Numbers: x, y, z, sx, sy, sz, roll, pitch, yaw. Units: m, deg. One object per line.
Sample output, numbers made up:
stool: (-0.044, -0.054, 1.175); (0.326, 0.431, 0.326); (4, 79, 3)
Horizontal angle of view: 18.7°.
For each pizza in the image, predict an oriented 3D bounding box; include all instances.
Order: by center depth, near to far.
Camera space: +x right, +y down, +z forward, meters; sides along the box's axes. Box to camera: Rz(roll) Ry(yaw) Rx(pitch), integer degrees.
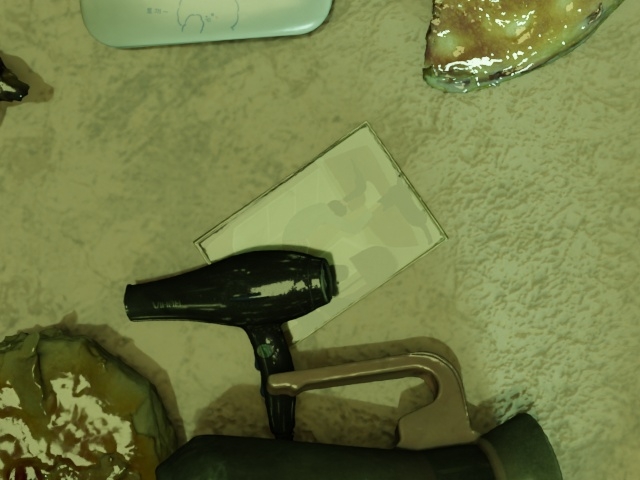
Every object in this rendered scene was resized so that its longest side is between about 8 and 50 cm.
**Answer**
pizza: (0.203, -0.253, 1.761); (0.305, 0.085, 0.161); (-41, 113, 7)

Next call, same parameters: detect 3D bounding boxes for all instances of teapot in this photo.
teapot: (0.031, 0.255, 1.722); (0.344, 0.253, 0.300); (-8, 71, -10)

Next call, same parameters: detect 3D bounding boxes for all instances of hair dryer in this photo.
hair dryer: (-0.071, 0.121, 1.807); (0.195, 0.075, 0.219); (-8, 101, 14)

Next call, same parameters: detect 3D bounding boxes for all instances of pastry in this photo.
pastry: (-0.251, 0.212, 1.795); (0.235, 0.121, 0.257); (-23, 93, 4)

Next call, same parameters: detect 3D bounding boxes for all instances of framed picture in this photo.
framed picture: (0.000, 0.000, 1.824); (0.201, 0.010, 0.136); (-35, 92, 4)

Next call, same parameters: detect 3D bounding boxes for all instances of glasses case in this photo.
glasses case: (-0.105, -0.228, 1.790); (0.233, 0.059, 0.092); (-3, 94, 3)

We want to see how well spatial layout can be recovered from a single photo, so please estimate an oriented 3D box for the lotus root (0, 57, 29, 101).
lotus root: (-0.378, -0.140, 1.784); (0.220, 0.118, 0.125); (-13, 125, 1)
